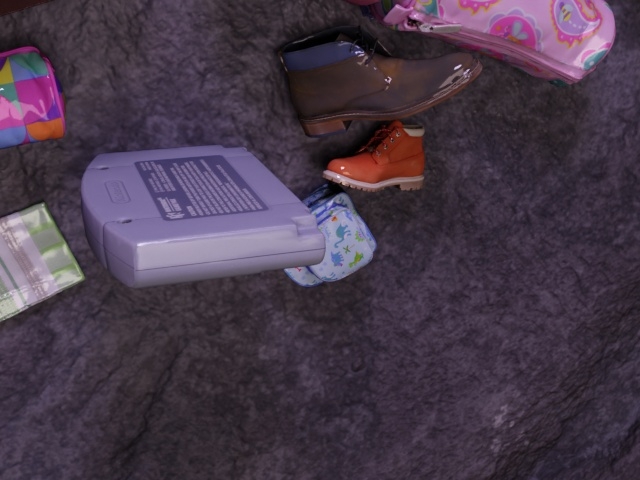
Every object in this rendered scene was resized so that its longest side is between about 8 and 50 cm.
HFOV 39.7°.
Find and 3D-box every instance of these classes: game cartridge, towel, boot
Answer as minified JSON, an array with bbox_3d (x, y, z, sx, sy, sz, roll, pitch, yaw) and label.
[{"bbox_3d":[-0.135,-0.033,0.881,0.198,0.297,0.062,-10,113,-16],"label":"game cartridge"},{"bbox_3d":[-0.354,0.034,0.987,0.152,0.023,0.113,-26,121,-8],"label":"towel"},{"bbox_3d":[0.066,-0.103,1.053,0.158,0.059,0.084,-10,115,-43],"label":"boot"},{"bbox_3d":[0.059,-0.190,0.969,0.219,0.082,0.106,-15,121,22],"label":"boot"}]

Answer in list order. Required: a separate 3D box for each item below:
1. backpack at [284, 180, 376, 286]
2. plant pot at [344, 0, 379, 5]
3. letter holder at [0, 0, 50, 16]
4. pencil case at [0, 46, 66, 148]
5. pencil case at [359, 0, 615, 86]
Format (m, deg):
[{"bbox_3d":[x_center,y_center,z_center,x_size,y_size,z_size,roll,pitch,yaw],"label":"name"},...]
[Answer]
[{"bbox_3d":[0.000,0.000,1.072,0.114,0.084,0.105,-32,118,-1],"label":"backpack"},{"bbox_3d":[0.006,-0.330,0.871,0.180,0.201,0.201,23,104,-45],"label":"plant pot"},{"bbox_3d":[-0.314,-0.287,0.750,0.302,0.214,0.152,-29,93,-35],"label":"letter holder"},{"bbox_3d":[-0.371,-0.128,0.865,0.236,0.104,0.104,-12,117,-17],"label":"pencil case"},{"bbox_3d":[0.193,-0.259,1.002,0.284,0.124,0.124,11,109,-27],"label":"pencil case"}]
